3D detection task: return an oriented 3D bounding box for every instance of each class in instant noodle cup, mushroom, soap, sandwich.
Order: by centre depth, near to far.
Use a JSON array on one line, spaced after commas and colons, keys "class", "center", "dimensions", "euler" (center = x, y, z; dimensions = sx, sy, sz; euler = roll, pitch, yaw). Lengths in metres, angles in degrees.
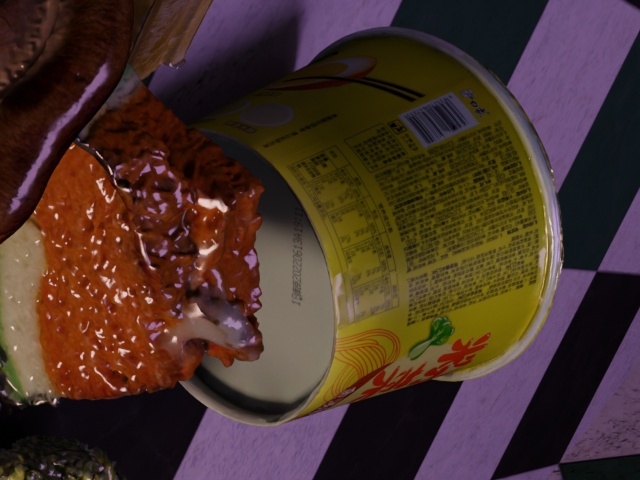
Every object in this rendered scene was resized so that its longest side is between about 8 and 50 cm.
[{"class": "mushroom", "center": [-0.209, -0.107, 0.989], "dimensions": [0.227, 0.148, 0.217], "euler": [-65, 161, -6]}, {"class": "soap", "center": [-0.084, -0.195, 1.194], "dimensions": [0.092, 0.037, 0.252], "euler": [-37, 166, -46]}, {"class": "sandwich", "center": [-0.140, -0.004, 1.211], "dimensions": [0.109, 0.212, 0.292], "euler": [-59, 149, -46]}, {"class": "instant noodle cup", "center": [0.000, 0.000, 1.411], "dimensions": [0.221, 0.311, 0.311], "euler": [-20, 136, -43]}]

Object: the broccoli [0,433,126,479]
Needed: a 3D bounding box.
[{"class": "broccoli", "center": [-0.180, 0.306, 1.290], "dimensions": [0.221, 0.361, 0.252], "euler": [-39, 136, -5]}]
